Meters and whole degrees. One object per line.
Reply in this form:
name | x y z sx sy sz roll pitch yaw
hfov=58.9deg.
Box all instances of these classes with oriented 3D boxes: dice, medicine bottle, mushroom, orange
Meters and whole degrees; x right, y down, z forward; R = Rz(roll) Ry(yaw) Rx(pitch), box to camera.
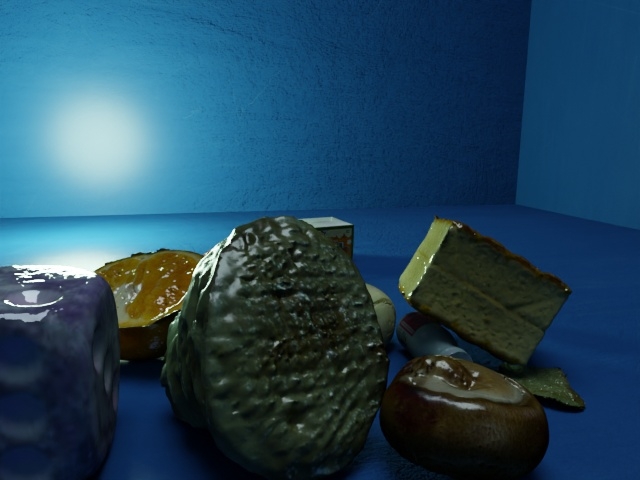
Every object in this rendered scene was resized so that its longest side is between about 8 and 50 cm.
dice | -0.440 0.190 0.804 0.269 0.270 0.271 -1 11 -11
medicine bottle | 0.234 0.220 1.173 0.090 0.091 0.216 -2 12 -14
mushroom | 0.204 0.254 0.821 0.253 0.154 0.253 10 9 -2
orange | -0.372 0.126 1.188 0.310 0.274 0.274 -39 -3 21

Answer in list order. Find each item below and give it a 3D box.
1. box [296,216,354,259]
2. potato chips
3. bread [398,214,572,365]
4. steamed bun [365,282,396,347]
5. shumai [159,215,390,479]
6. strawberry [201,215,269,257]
box | 0.000 0.000 2.136 0.194 0.148 0.177 -5 15 -27
potato chips | 0.427 0.273 1.100 0.142 0.026 0.209 -10 13 -33
bread | 0.332 0.102 1.220 0.279 0.207 0.279 30 3 -2
steamed bun | 0.055 0.167 1.263 0.199 0.155 0.250 8 16 33
shumai | -0.107 0.184 0.915 0.324 0.398 0.323 16 -31 -36
strawberry | -0.298 0.046 2.018 0.306 0.138 0.233 -35 8 -28
